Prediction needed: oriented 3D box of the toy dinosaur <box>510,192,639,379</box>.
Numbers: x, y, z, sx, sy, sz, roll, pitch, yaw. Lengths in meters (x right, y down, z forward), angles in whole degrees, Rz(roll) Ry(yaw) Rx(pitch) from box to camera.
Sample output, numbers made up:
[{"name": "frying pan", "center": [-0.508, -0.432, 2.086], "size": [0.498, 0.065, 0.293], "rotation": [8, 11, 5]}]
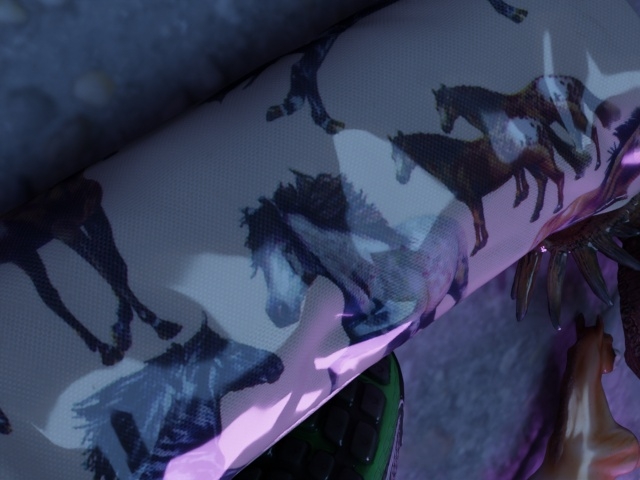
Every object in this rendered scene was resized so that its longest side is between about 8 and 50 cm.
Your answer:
[{"name": "toy dinosaur", "center": [0.226, 0.050, 0.657], "size": [0.200, 0.296, 0.127], "rotation": [2, 136, -31]}]

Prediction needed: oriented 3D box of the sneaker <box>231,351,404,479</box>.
[{"name": "sneaker", "center": [-0.023, 0.212, 0.595], "size": [0.146, 0.134, 0.343], "rotation": [33, 69, -52]}]

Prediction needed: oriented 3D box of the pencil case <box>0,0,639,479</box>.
[{"name": "pencil case", "center": [0.000, 0.000, 0.527], "size": [0.410, 0.160, 0.183], "rotation": [-34, 105, -18]}]

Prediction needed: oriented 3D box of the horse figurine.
[{"name": "horse figurine", "center": [0.179, 0.207, 0.777], "size": [0.263, 0.066, 0.174], "rotation": [-53, 131, -8]}]
